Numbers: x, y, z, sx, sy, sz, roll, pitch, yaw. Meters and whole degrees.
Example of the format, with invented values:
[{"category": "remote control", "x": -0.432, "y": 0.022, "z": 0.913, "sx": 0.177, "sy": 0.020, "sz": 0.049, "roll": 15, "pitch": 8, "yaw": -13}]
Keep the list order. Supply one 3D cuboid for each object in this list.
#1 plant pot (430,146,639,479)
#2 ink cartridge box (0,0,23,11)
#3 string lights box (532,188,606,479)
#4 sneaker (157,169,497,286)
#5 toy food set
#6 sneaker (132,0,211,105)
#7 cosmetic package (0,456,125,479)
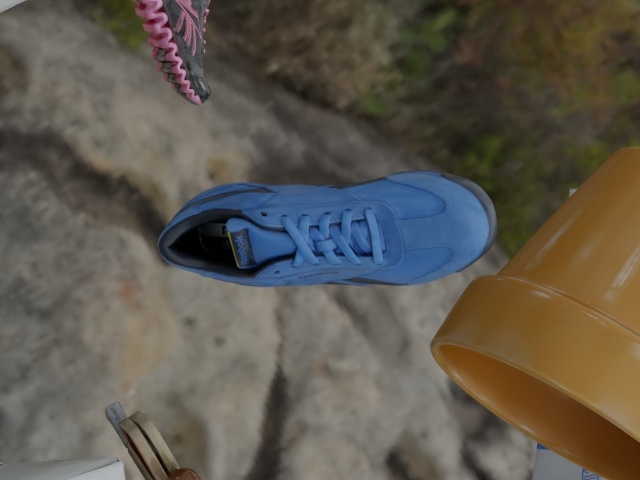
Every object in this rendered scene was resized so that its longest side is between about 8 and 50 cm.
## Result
[{"category": "plant pot", "x": 0.209, "y": 0.047, "z": 1.217, "sx": 0.205, "sy": 0.205, "sz": 0.188, "roll": 41, "pitch": 75, "yaw": -37}, {"category": "ink cartridge box", "x": -0.181, "y": -0.176, "z": 0.802, "sx": 0.143, "sy": 0.090, "sz": 0.092, "roll": 60, "pitch": -17, "yaw": 4}, {"category": "string lights box", "x": 0.264, "y": 0.095, "z": 1.536, "sx": 0.133, "sy": 0.076, "sz": 0.260, "roll": 19, "pitch": 76, "yaw": -49}, {"category": "sneaker", "x": 0.000, "y": 0.000, "z": 1.051, "sx": 0.082, "sy": 0.209, "sz": 0.069, "roll": -26, "pitch": 112, "yaw": -58}, {"category": "toy food set", "x": -0.046, "y": 0.114, "z": 0.718, "sx": 0.122, "sy": 0.019, "sz": 0.078, "roll": 58, "pitch": -13, "yaw": 1}, {"category": "sneaker", "x": -0.093, "y": -0.150, "z": 1.211, "sx": 0.047, "sy": 0.057, "sz": 0.119, "roll": 28, "pitch": -37, "yaw": 58}, {"category": "cosmetic package", "x": -0.251, "y": 0.206, "z": 0.774, "sx": 0.365, "sy": 0.197, "sz": 0.155, "roll": -10, "pitch": 91, "yaw": -61}]
